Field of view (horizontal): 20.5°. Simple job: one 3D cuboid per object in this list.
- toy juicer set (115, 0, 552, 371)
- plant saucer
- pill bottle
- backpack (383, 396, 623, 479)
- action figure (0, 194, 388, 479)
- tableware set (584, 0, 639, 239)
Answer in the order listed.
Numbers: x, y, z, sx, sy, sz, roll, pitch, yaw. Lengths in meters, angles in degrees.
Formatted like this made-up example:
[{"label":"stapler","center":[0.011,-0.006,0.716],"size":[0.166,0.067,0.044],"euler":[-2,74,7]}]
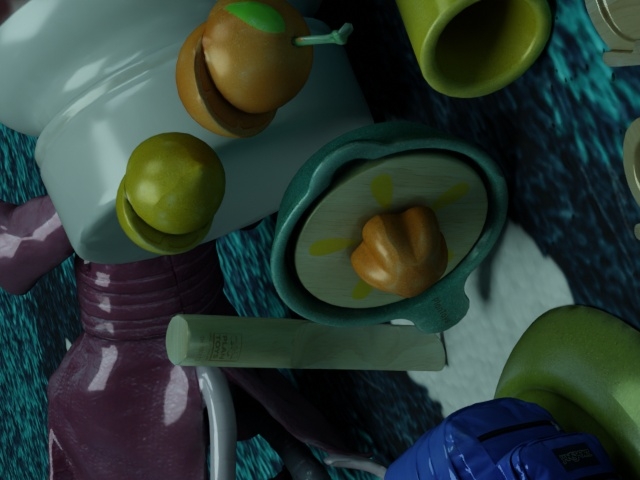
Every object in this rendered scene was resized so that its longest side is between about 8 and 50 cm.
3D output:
[{"label":"toy juicer set","center":[0.000,0.000,0.931],"size":[0.329,0.209,0.089],"euler":[96,155,-45]},{"label":"plant saucer","center":[0.153,0.153,0.929],"size":[0.241,0.037,0.241],"euler":[48,148,44]},{"label":"pill bottle","center":[-0.130,-0.200,1.051],"size":[0.392,0.224,0.224],"euler":[66,157,12]},{"label":"backpack","center":[0.099,0.134,0.867],"size":[0.101,0.098,0.120],"euler":[-48,60,33]},{"label":"action figure","center":[-0.124,0.041,1.205],"size":[0.276,0.248,0.370],"euler":[33,140,55]},{"label":"tableware set","center":[0.159,-0.067,0.755],"size":[0.141,0.020,0.168],"euler":[-5,103,67]}]
